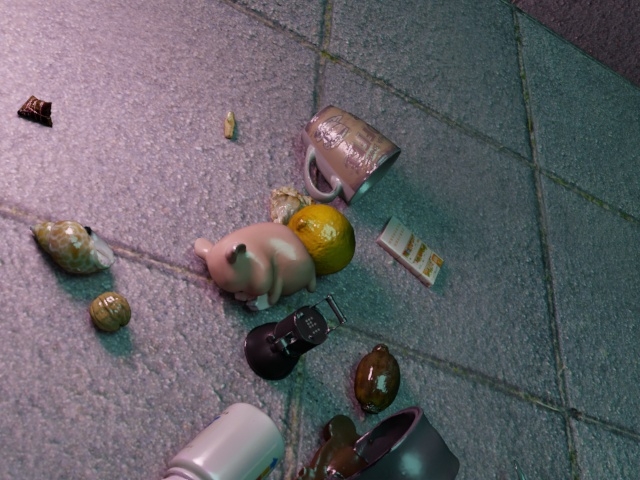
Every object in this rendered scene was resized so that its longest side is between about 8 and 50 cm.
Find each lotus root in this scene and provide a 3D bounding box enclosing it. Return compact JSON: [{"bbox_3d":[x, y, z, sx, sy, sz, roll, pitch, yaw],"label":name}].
[{"bbox_3d":[0.152,0.358,1.953,0.120,0.120,0.209,30,49,-19],"label":"lotus root"}]

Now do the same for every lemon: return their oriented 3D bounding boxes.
[{"bbox_3d":[0.000,0.000,2.001,0.256,0.188,0.188,48,28,-60],"label":"lemon"}]

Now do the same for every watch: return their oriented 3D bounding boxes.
[{"bbox_3d":[0.131,0.540,1.671,0.314,0.327,0.335,53,46,3],"label":"watch"}]

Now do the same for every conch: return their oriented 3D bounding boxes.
[{"bbox_3d":[-0.541,0.018,1.652,0.173,0.106,0.116,32,34,-39],"label":"conch"}]

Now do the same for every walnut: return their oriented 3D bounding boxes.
[{"bbox_3d":[-0.459,0.156,1.640,0.092,0.092,0.092,19,53,-27],"label":"walnut"}]

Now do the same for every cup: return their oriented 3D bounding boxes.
[{"bbox_3d":[0.047,-0.243,2.209,0.257,0.227,0.301,42,61,8],"label":"cup"}]

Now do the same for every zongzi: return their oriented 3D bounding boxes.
[{"bbox_3d":[-0.669,-0.303,1.796,0.083,0.073,0.067,9,47,16],"label":"zongzi"}]

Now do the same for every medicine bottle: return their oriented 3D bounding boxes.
[{"bbox_3d":[-0.218,0.484,1.551,0.170,0.170,0.293,50,45,0],"label":"medicine bottle"}]

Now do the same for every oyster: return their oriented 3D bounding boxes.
[{"bbox_3d":[-0.075,-0.082,2.084,0.163,0.081,0.191,34,51,-21],"label":"oyster"}]

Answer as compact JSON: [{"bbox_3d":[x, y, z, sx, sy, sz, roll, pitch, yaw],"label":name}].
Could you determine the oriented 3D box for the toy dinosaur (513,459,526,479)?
[{"bbox_3d":[0.572,0.841,1.994,0.331,0.129,0.383,50,43,-16],"label":"toy dinosaur"}]

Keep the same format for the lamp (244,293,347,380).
[{"bbox_3d":[-0.069,0.232,1.781,0.172,0.227,0.147,-24,79,-44],"label":"lamp"}]

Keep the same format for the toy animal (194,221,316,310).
[{"bbox_3d":[-0.157,0.066,1.865,0.256,0.195,0.212,-20,105,-41],"label":"toy animal"}]

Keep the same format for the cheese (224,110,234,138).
[{"bbox_3d":[-0.257,-0.331,2.123,0.030,0.044,0.083,9,59,-14],"label":"cheese"}]

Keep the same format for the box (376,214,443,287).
[{"bbox_3d":[0.279,0.033,2.309,0.220,0.032,0.122,41,46,-8],"label":"box"}]
